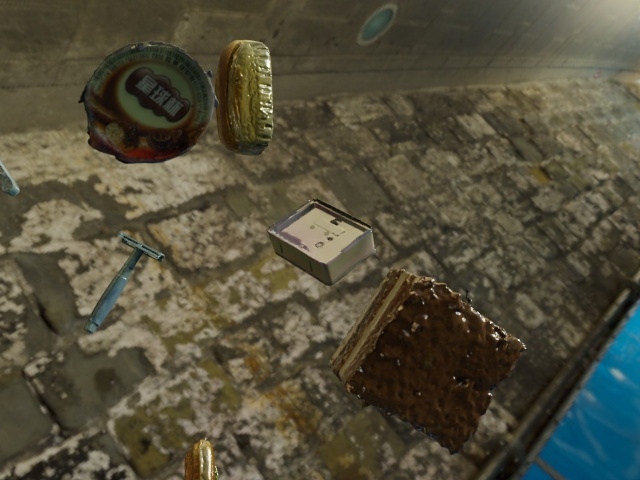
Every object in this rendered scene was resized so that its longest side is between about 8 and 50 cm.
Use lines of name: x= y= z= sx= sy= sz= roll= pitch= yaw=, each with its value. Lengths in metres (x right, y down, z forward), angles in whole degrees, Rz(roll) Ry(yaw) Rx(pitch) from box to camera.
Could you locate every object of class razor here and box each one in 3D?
razor: x=-0.270 y=0.061 z=0.883 sx=0.135 sy=0.068 sz=0.040 roll=-62 pitch=179 yaw=-17

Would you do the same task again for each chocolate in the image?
chocolate: x=-0.286 y=-0.233 z=1.079 sx=0.221 sy=0.147 sz=0.221 roll=-12 pitch=122 yaw=-21

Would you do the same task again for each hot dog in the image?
hot dog: x=-0.132 y=0.292 z=0.764 sx=0.041 sy=0.133 sz=0.056 roll=11 pitch=142 yaw=-25

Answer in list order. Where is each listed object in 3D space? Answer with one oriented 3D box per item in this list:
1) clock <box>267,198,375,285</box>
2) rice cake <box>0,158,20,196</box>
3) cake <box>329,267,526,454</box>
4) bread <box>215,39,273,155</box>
clock: x=0.000 y=0.000 z=1.405 sx=0.147 sy=0.192 sz=0.071 roll=-36 pitch=132 yaw=-26
rice cake: x=-0.703 y=-0.170 z=1.437 sx=0.030 sy=0.180 sz=0.042 roll=-35 pitch=163 yaw=-9
cake: x=0.189 y=0.227 z=1.306 sx=0.282 sy=0.255 sz=0.290 roll=-55 pitch=-177 yaw=-8
bread: x=-0.166 y=-0.303 z=1.429 sx=0.106 sy=0.237 sz=0.140 roll=-2 pitch=177 yaw=-23
